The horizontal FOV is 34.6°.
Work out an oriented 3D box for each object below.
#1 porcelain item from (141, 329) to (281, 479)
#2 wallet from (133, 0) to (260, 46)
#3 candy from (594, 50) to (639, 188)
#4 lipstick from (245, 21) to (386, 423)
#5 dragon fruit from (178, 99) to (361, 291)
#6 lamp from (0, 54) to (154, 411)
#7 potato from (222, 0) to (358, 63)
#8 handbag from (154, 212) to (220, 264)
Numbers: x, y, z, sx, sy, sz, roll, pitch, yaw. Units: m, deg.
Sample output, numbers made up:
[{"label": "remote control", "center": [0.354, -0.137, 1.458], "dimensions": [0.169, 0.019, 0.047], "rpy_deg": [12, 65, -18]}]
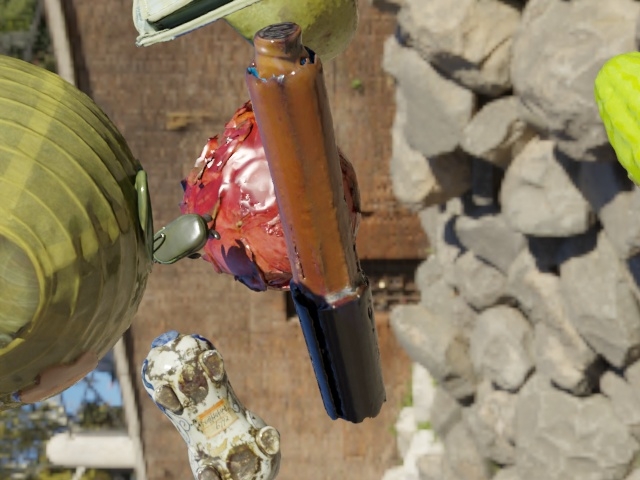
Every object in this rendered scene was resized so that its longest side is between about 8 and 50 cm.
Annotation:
[{"label": "porcelain item", "center": [-0.175, 0.269, 1.568], "dimensions": [0.288, 0.138, 0.186], "rpy_deg": [57, 163, -4]}, {"label": "wallet", "center": [-0.114, -0.302, 1.184], "dimensions": [0.309, 0.223, 0.077], "rpy_deg": [-109, -3, -69]}, {"label": "candy", "center": [0.236, -0.037, 0.612], "dimensions": [0.209, 0.097, 0.096], "rpy_deg": [57, 162, 29]}, {"label": "lipstick", "center": [0.000, 0.000, 0.964], "dimensions": [0.077, 0.077, 0.418], "rpy_deg": [-91, -9, -58]}, {"label": "dragon fruit", "center": [-0.079, -0.066, 1.674], "dimensions": [0.301, 0.296, 0.295], "rpy_deg": [51, 161, 24]}, {"label": "lamp", "center": [-0.245, -0.015, 0.720], "dimensions": [0.284, 0.250, 0.250], "rpy_deg": [-125, 32, -63]}, {"label": "potato", "center": [-0.019, -0.464, 1.765], "dimensions": [0.213, 0.280, 0.330], "rpy_deg": [-37, 38, 31]}, {"label": "handbag", "center": [-0.206, -0.001, 1.497], "dimensions": [0.047, 0.111, 0.072], "rpy_deg": [21, -138, -61]}]
